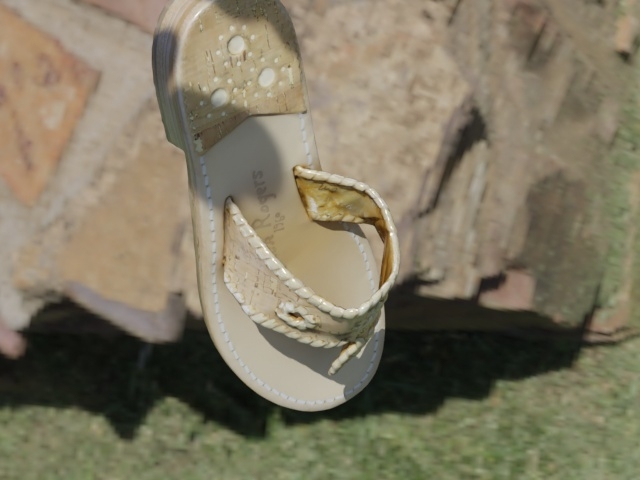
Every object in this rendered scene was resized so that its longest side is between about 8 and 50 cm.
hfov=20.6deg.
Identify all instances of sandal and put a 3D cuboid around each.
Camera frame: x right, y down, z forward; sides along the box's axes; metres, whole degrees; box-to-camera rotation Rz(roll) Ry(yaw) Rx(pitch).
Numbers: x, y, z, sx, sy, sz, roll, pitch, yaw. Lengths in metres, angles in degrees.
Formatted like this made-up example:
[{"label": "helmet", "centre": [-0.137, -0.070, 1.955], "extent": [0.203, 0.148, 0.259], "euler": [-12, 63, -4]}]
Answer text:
[{"label": "sandal", "centre": [-0.005, 0.003, 0.754], "extent": [0.088, 0.240, 0.079], "euler": [-32, 39, -18]}]
